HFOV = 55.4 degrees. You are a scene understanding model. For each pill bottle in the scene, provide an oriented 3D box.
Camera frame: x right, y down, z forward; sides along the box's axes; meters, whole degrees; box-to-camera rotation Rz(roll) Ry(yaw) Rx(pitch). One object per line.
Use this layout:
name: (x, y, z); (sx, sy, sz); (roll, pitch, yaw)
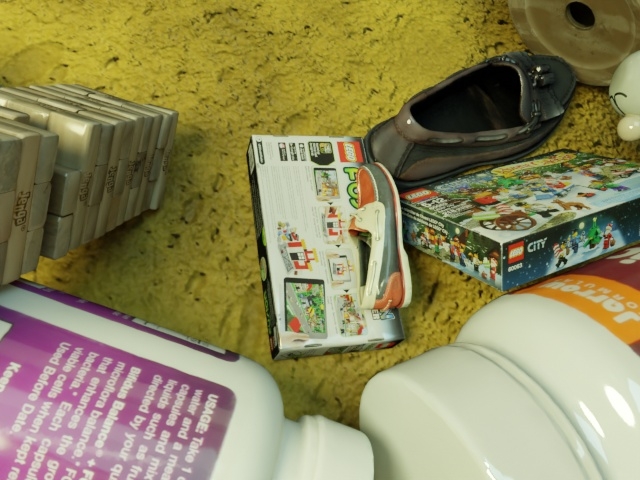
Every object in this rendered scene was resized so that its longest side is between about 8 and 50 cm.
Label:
pill bottle: (-0.128, 0.135, 0.383); (0.302, 0.169, 0.169); (21, 62, -6)
pill bottle: (0.243, 0.123, 0.469); (0.392, 0.224, 0.224); (-17, 72, -23)

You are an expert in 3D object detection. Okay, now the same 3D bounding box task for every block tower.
block tower: (-0.198, -0.040, 0.377); (0.097, 0.335, 0.091); (18, 106, 5)

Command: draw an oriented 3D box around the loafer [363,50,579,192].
loafer: (0.181, -0.139, 0.644); (0.303, 0.095, 0.109); (-27, 76, -25)

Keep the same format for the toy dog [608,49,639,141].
toy dog: (0.436, -0.049, 0.607); (0.334, 0.220, 0.161); (27, 88, 26)

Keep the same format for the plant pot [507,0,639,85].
plant pot: (0.376, -0.343, 0.704); (0.323, 0.323, 0.280); (44, 78, 6)

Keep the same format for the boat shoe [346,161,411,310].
boat shoe: (0.045, -0.006, 0.529); (0.043, 0.049, 0.137); (-2, 72, -16)

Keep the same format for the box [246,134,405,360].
box: (0.000, 0.000, 0.559); (0.114, 0.036, 0.207); (-2, 67, -18)

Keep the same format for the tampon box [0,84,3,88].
tampon box: (-0.333, -0.072, 0.454); (0.120, 0.101, 0.161); (35, 61, 0)

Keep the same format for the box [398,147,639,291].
box: (0.204, -0.031, 0.573); (0.233, 0.159, 0.044); (-16, 114, -23)
